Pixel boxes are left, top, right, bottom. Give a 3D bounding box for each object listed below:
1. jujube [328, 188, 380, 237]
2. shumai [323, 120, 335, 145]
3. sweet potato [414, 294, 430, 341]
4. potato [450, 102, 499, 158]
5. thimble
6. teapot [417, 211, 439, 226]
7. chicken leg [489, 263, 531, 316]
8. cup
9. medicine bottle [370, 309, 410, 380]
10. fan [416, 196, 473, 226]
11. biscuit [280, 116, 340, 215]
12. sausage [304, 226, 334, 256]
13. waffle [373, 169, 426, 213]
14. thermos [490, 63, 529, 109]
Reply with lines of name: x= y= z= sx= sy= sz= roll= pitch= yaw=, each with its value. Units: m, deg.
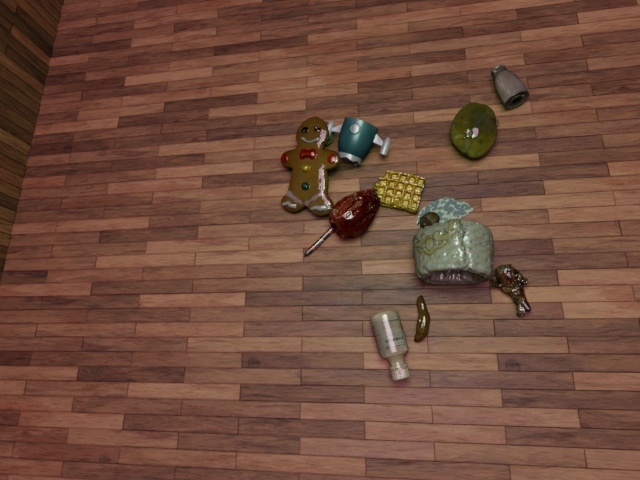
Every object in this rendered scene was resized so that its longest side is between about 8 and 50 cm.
jujube: x=0.148 y=-0.116 z=1.727 sx=0.236 sy=0.168 sz=0.168 roll=-39 pitch=71 yaw=-14
shumai: x=0.001 y=-0.494 z=1.900 sx=0.099 sy=0.123 sz=0.087 roll=-37 pitch=29 yaw=-3
sweet potato: x=0.397 y=0.302 z=1.608 sx=0.053 sy=0.054 sz=0.182 roll=6 pitch=73 yaw=3
potato: x=0.646 y=-0.463 z=1.738 sx=0.197 sy=0.148 sz=0.228 roll=35 pitch=80 yaw=3
thimble: x=0.495 y=0.052 z=1.539 sx=0.292 sy=0.291 sz=0.195 roll=-1 pitch=73 yaw=10
teapot: x=0.452 y=-0.061 z=1.699 sx=0.080 sy=0.085 sz=0.110 roll=-34 pitch=99 yaw=-23
chicken leg: x=0.737 y=0.181 z=1.576 sx=0.125 sy=0.080 sz=0.196 roll=-42 pitch=79 yaw=7
cup: x=0.150 y=-0.426 z=1.809 sx=0.300 sy=0.167 sz=0.173 roll=21 pitch=94 yaw=16
medicine bottle: x=0.271 y=0.397 z=1.570 sx=0.114 sy=0.114 sz=0.252 roll=-15 pitch=72 yaw=6
fan: x=0.513 y=-0.115 z=1.730 sx=0.240 sy=0.009 sz=0.131 roll=-16 pitch=71 yaw=6
biscuit: x=-0.055 y=-0.329 z=1.803 sx=0.283 sy=0.064 sz=0.432 roll=7 pitch=90 yaw=22
sausage: x=0.000 y=0.000 z=1.778 sx=0.198 sy=0.028 sz=0.025 roll=-45 pitch=45 yaw=-4
waffle: x=0.327 y=-0.211 z=1.766 sx=0.211 sy=0.055 sz=0.160 roll=13 pitch=77 yaw=13
thermos: x=0.822 y=-0.677 z=1.801 sx=0.137 sy=0.105 sz=0.193 roll=-8 pitch=64 yaw=-19
